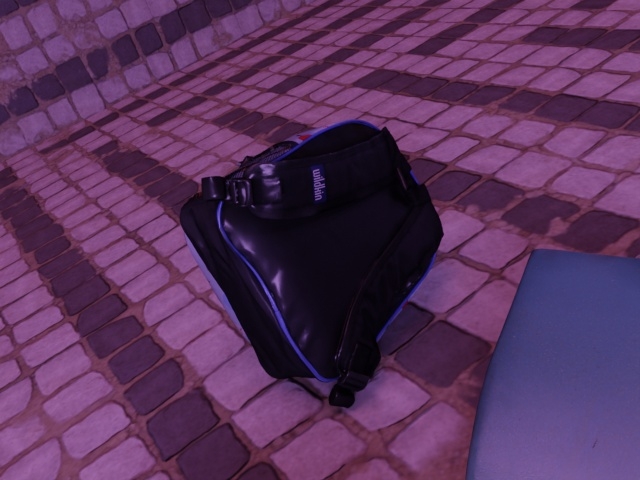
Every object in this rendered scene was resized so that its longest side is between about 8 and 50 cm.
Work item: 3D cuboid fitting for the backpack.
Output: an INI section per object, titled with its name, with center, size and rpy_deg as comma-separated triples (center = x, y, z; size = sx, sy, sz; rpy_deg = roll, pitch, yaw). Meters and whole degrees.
[backpack]
center = 0.000, 0.000, 0.777
size = 0.263, 0.276, 0.213
rpy_deg = -36, 20, -29

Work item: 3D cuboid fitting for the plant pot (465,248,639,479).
[plant pot]
center = 0.202, 0.152, 0.479
size = 0.166, 0.165, 0.234
rpy_deg = 7, 48, 40

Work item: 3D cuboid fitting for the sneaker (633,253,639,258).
[sneaker]
center = 0.328, 0.046, 0.659
size = 0.052, 0.058, 0.135
rpy_deg = -12, 31, 16
